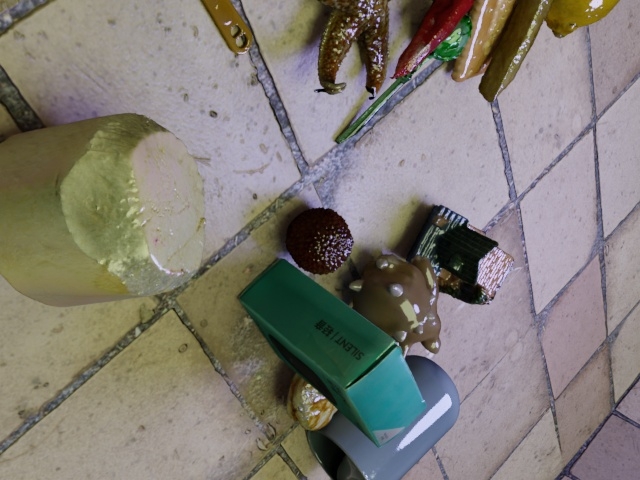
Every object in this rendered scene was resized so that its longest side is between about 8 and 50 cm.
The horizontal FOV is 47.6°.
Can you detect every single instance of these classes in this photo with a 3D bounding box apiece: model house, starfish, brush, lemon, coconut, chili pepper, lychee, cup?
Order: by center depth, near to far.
[{"bbox_3d":[-0.284,-0.033,0.887,0.239,0.244,0.239,-6,90,-70],"label":"coconut"},{"bbox_3d":[-0.161,-0.356,0.972,0.103,0.013,0.272,-48,138,-11],"label":"brush"},{"bbox_3d":[0.057,-0.363,1.113,0.312,0.113,0.303,22,97,-51],"label":"starfish"},{"bbox_3d":[0.199,-0.366,1.200,0.059,0.050,0.268,44,73,-20],"label":"chili pepper"},{"bbox_3d":[-0.002,0.003,1.262,0.123,0.129,0.123,-1,110,-4],"label":"lychee"},{"bbox_3d":[0.499,-0.518,1.391,0.188,0.188,0.256,-2,119,-44],"label":"lemon"},{"bbox_3d":[0.276,0.027,1.498,0.172,0.183,0.166,32,88,-51],"label":"model house"},{"bbox_3d":[0.149,0.402,1.583,0.312,0.205,0.205,-34,133,-27],"label":"cup"}]

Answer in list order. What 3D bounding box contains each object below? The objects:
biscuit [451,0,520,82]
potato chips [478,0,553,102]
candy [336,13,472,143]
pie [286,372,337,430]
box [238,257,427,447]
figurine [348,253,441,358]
[{"bbox_3d":[0.328,-0.419,1.352,0.160,0.030,0.249,-27,144,-38],"label":"biscuit"},{"bbox_3d":[0.396,-0.445,1.324,0.080,0.057,0.407,-20,139,-51],"label":"potato chips"},{"bbox_3d":[0.143,-0.284,1.273,0.323,0.097,0.097,-47,138,-1],"label":"candy"},{"bbox_3d":[0.004,0.287,1.452,0.178,0.084,0.205,-64,155,2],"label":"pie"},{"bbox_3d":[0.016,0.188,1.242,0.118,0.311,0.205,-44,137,-14],"label":"box"},{"bbox_3d":[0.146,0.145,1.447,0.173,0.177,0.247,-46,148,-42],"label":"figurine"}]
